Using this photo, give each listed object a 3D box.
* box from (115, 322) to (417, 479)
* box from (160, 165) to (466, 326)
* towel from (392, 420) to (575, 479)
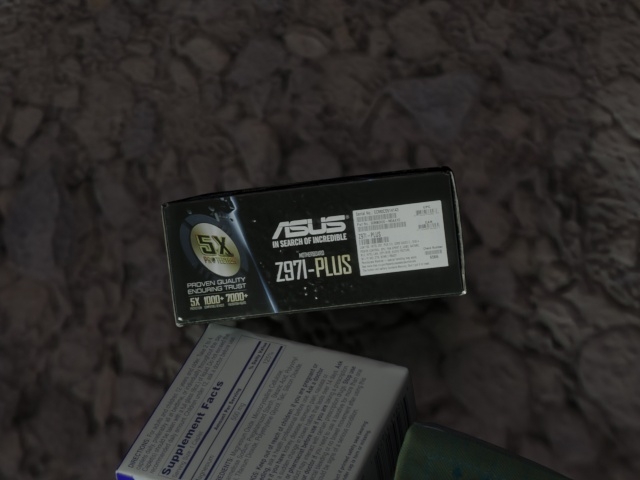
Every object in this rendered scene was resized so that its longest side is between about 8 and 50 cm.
[{"bbox_3d":[-0.029,0.128,0.915,0.137,0.072,0.126,12,46,22],"label":"box"},{"bbox_3d":[0.000,0.000,0.992,0.180,0.077,0.147,-7,3,5],"label":"box"},{"bbox_3d":[0.179,0.250,0.690,0.370,0.040,0.271,20,47,3],"label":"towel"}]
